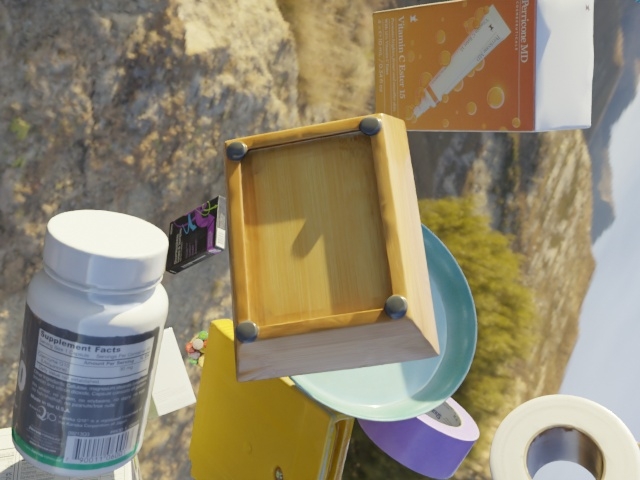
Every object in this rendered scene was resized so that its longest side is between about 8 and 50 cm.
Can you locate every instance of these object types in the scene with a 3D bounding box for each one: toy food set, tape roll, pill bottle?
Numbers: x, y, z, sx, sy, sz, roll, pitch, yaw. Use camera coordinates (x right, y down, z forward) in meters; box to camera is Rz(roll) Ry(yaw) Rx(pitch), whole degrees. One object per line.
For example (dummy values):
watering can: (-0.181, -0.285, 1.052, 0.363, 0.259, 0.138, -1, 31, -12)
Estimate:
toy food set: (-0.268, 0.254, 1.813, 0.083, 0.083, 0.020, -57, 173, -18)
tape roll: (0.419, 0.410, 1.343, 0.246, 0.246, 0.169, -60, 150, -26)
pill bottle: (-0.342, 0.151, 1.177, 0.204, 0.204, 0.361, -36, 143, -66)
tape roll: (0.158, 0.296, 1.280, 0.080, 0.189, 0.189, -59, 169, 13)

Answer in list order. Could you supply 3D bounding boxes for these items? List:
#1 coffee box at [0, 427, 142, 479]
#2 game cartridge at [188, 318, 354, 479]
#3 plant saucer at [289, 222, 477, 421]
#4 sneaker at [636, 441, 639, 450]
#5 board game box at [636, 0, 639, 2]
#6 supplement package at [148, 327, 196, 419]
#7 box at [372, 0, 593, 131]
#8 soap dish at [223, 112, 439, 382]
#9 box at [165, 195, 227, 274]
coffee box: (-0.470, 0.541, 1.335, 0.334, 0.338, 0.337, -110, -163, -49)
game cartridge: (-0.091, 0.310, 1.191, 0.053, 0.324, 0.285, -1, 110, -38)
plant saucer: (0.056, 0.086, 1.027, 0.317, 0.318, 0.043, -58, -177, -35)
sneaker: (0.677, 0.474, 1.566, 0.084, 0.215, 0.083, -59, 145, -9)
board game box: (0.464, -0.410, 1.103, 0.160, 0.210, 0.047, -43, 149, -18)
supplement package: (-0.374, 0.304, 1.770, 0.105, 0.179, 0.105, -14, 172, -43)
box: (0.269, -0.296, 1.342, 0.168, 0.345, 0.215, -11, 103, -40)
soap dish: (0.000, 0.000, 0.888, 0.118, 0.229, 0.290, 62, 21, -69)
box: (-0.250, -0.009, 1.574, 0.029, 0.162, 0.116, 25, 52, -39)
